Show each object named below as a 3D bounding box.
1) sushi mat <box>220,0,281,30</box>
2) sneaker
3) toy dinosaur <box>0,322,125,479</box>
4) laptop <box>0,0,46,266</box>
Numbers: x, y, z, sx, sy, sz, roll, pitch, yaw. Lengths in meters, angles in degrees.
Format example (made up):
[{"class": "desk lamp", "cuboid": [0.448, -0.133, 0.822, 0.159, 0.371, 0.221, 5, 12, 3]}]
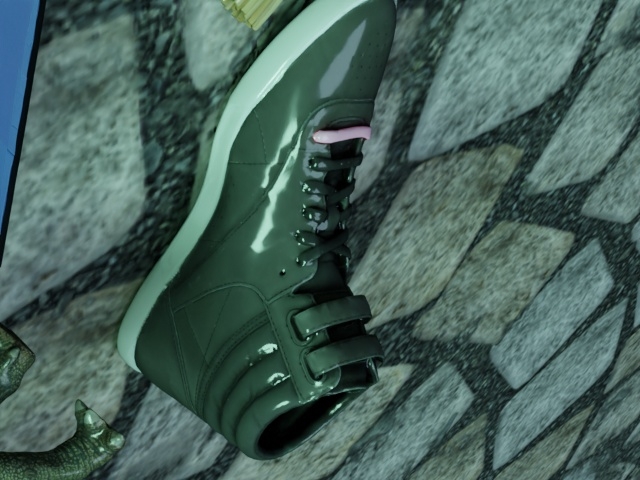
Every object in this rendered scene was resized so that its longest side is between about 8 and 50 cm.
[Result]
[{"class": "sushi mat", "cuboid": [0.043, -0.245, 0.732, 0.316, 0.019, 0.151, -48, 155, 0]}, {"class": "sneaker", "cuboid": [0.000, 0.000, 0.879, 0.104, 0.147, 0.296, -7, 132, -53]}, {"class": "toy dinosaur", "cuboid": [-0.195, 0.103, 0.697, 0.160, 0.121, 0.313, -47, 131, -7]}, {"class": "laptop", "cuboid": [-0.074, -0.153, 0.528, 0.264, 0.136, 0.234, -33, 155, -3]}]
